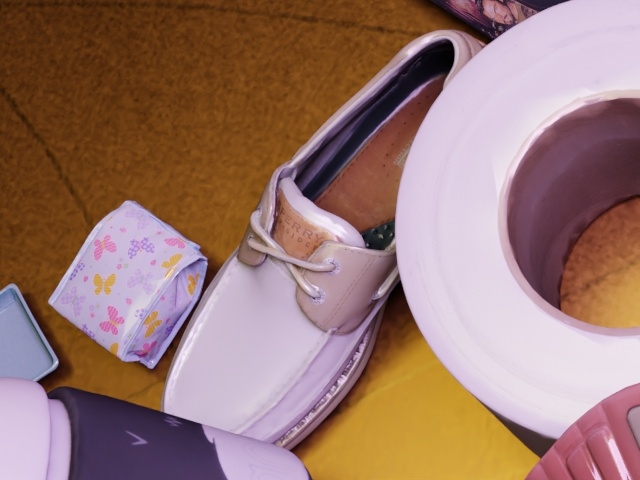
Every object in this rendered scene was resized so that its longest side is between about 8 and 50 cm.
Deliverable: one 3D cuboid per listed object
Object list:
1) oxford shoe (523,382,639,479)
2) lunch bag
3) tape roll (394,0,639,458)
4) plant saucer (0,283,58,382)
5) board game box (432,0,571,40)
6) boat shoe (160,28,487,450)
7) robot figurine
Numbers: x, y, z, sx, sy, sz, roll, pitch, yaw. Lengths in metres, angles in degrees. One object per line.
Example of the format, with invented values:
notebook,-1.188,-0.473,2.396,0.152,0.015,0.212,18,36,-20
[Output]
oxford shoe,0.112,0.202,0.953,0.397,0.146,0.140,-44,66,36
lunch bag,-0.114,0.026,1.216,0.071,0.053,0.083,33,95,25
tape roll,0.177,0.008,1.067,0.246,0.169,0.246,-5,72,17
plant saucer,-0.255,0.108,1.253,0.192,0.018,0.067,-34,67,4
board game box,0.125,-0.216,1.117,0.165,0.243,0.042,36,52,20
boat shoe,0.000,0.000,1.159,0.113,0.103,0.302,33,86,23
robot figurine,-0.110,0.178,1.065,0.209,0.278,0.174,-56,26,35
